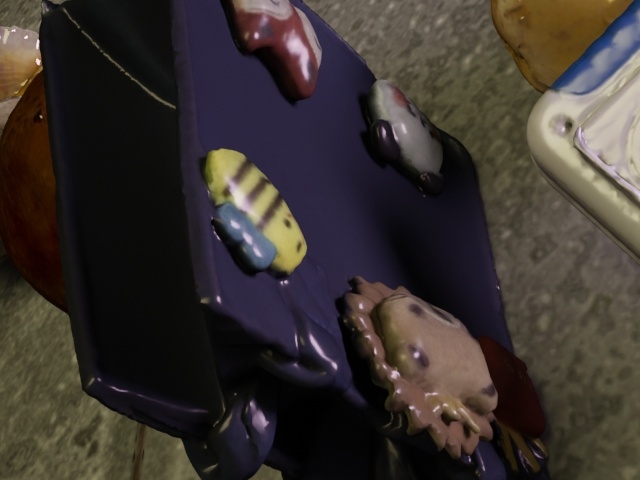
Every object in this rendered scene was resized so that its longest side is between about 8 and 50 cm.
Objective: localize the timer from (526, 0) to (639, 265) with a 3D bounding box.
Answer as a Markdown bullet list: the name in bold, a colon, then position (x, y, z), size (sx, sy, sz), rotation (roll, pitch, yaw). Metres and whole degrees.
- **timer**: position (0.239, -0.032, 0.501), size (0.178, 0.078, 0.253), rotation (-47, 68, 6)

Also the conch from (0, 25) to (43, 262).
- **conch**: position (-0.373, -0.095, 1.051), size (0.186, 0.263, 0.324), rotation (-50, 1, 35)

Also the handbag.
- **handbag**: position (0.000, 0.000, 0.586), size (0.122, 0.303, 0.329), rotation (-36, 45, 22)

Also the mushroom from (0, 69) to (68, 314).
- **mushroom**: position (-0.158, -0.054, 0.841), size (0.283, 0.195, 0.263), rotation (51, 129, 53)

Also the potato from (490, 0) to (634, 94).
- **potato**: position (0.215, -0.175, 0.635), size (0.234, 0.150, 0.146), rotation (-22, 27, 22)
